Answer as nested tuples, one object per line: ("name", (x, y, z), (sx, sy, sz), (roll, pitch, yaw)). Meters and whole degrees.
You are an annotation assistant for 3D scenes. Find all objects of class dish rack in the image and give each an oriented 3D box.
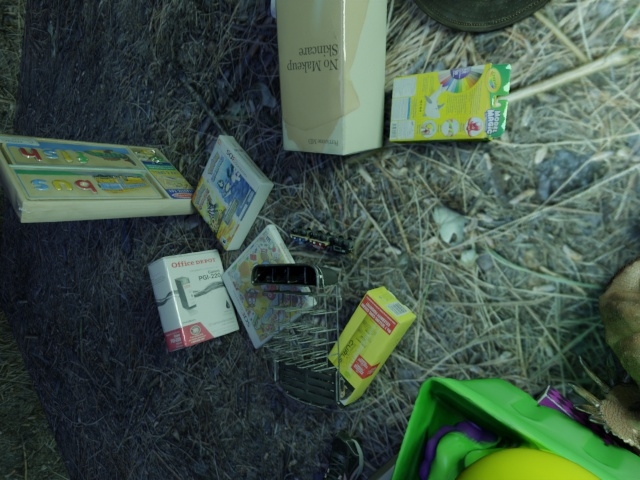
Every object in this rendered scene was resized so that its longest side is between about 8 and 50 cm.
("dish rack", (-0.045, 0.179, 0.788), (0.208, 0.074, 0.272), (-5, 86, 49))

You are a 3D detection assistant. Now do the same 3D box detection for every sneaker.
("sneaker", (0.036, 0.475, 0.811), (0.071, 0.077, 0.178), (8, 99, 38))

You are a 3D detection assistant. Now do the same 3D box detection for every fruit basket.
("fruit basket", (0.217, 0.313, 0.390), (0.392, 0.392, 0.283), (23, 110, 36))

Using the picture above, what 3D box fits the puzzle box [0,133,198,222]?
("puzzle box", (-0.531, -0.153, 0.995), (0.272, 0.408, 0.052), (44, 120, 26))

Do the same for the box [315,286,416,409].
("box", (0.078, 0.201, 0.755), (0.087, 0.058, 0.232), (44, 120, 29))

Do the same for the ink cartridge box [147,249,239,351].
("ink cartridge box", (-0.312, 0.142, 1.008), (0.092, 0.158, 0.218), (-25, 79, 40))

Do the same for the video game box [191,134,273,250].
("video game box", (-0.217, -0.113, 0.974), (0.187, 0.048, 0.205), (50, 123, 27))

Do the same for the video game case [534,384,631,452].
("video game case", (0.349, 0.357, 0.559), (0.232, 0.041, 0.210), (43, 120, 28))

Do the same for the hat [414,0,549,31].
("hat", (0.207, -0.459, 0.523), (0.331, 0.133, 0.332), (6, 100, 40))

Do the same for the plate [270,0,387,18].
("plate", (0.028, -0.526, 0.700), (0.277, 0.045, 0.278), (26, 120, 34))

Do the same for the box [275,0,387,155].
("box", (0.019, -0.306, 0.671), (0.147, 0.121, 0.311), (13, 114, 38))

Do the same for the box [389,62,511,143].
("box", (0.195, -0.204, 0.622), (0.179, 0.043, 0.105), (11, 102, 41))

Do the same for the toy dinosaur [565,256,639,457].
("toy dinosaur", (0.378, 0.122, 0.467), (0.200, 0.127, 0.296), (134, 138, -72))

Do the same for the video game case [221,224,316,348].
("video game case", (-0.129, 0.111, 0.939), (0.227, 0.026, 0.206), (-43, 69, 35))

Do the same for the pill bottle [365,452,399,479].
("pill bottle", (0.191, 0.522, 0.600), (0.363, 0.210, 0.210), (50, 123, 24))

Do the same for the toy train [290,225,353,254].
("toy train", (0.000, 0.000, 0.819), (0.158, 0.027, 0.036), (15, 115, 37))
